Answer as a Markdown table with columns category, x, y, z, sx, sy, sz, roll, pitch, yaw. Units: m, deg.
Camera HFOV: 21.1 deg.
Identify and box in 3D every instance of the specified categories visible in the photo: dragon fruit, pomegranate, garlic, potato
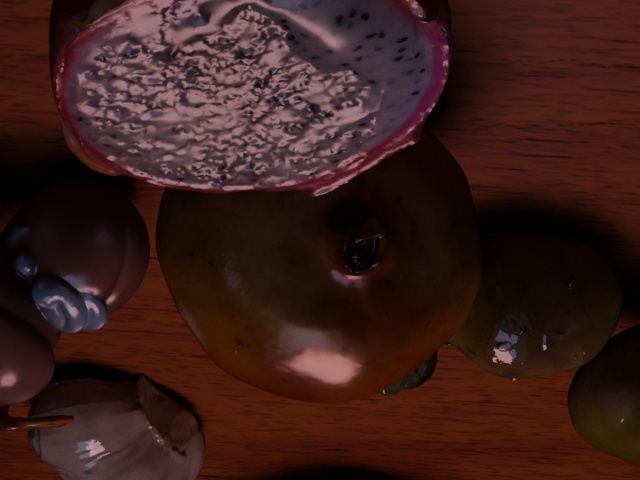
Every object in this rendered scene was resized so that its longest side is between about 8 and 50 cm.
| category | x | y | z | sx | sy | sz | roll | pitch | yaw |
| --- | --- | --- | --- | --- | --- | --- | --- | --- | --- |
| dragon fruit | -0.043 | -0.168 | 1.150 | 0.290 | 0.189 | 0.291 | -2 | 151 | -1 |
| pomegranate | 0.000 | 0.000 | 1.350 | 0.264 | 0.264 | 0.264 | 4 | 150 | 2 |
| garlic | -0.232 | 0.248 | 1.925 | 0.178 | 0.143 | 0.229 | -19 | 151 | 32 |
| potato | 0.186 | 0.057 | 1.546 | 0.175 | 0.137 | 0.137 | 1 | 150 | 3 |
| potato | 0.387 | 0.124 | 1.555 | 0.351 | 0.218 | 0.203 | -16 | 107 | 35 |

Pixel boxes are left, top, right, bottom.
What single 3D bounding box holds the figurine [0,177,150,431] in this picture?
| category | x | y | z | sx | sy | sz | roll | pitch | yaw |
| --- | --- | --- | --- | --- | --- | --- | --- | --- | --- |
| figurine | -0.338 | 0.079 | 1.590 | 0.276 | 0.248 | 0.388 | 13 | 158 | -19 |

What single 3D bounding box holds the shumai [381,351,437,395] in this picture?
| category | x | y | z | sx | sy | sz | roll | pitch | yaw |
| --- | --- | --- | --- | --- | --- | --- | --- | --- | --- |
| shumai | 0.067 | 0.085 | 1.660 | 0.123 | 0.099 | 0.087 | -12 | 137 | -46 |
